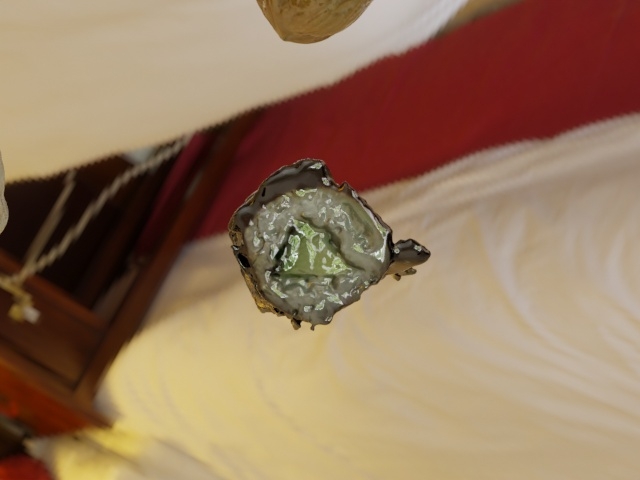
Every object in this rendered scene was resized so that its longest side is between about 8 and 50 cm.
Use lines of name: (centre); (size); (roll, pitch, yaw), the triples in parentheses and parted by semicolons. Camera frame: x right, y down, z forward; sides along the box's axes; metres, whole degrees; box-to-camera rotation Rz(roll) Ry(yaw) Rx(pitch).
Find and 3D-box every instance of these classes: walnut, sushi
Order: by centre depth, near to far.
sushi: (-0.002, 0.000, 0.986); (0.094, 0.098, 0.084); (59, 173, 0)
walnut: (0.000, -0.203, 1.237); (0.105, 0.124, 0.105); (29, 179, 1)

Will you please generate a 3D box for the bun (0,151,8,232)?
bun: (-0.261, -0.029, 1.171); (0.094, 0.138, 0.138); (19, 165, -34)
